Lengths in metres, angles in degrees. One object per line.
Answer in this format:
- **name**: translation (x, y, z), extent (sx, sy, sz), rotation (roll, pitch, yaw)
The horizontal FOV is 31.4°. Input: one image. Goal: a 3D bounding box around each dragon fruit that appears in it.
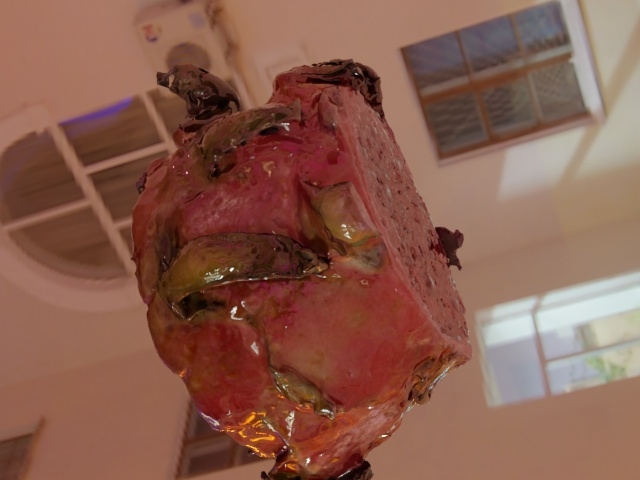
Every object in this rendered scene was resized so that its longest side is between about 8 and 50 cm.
- **dragon fruit**: translation (0.000, 0.000, 0.638), extent (0.211, 0.147, 0.282), rotation (9, -119, -57)
